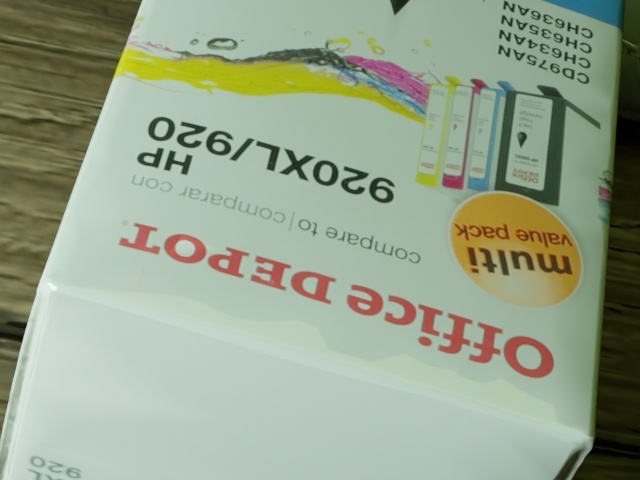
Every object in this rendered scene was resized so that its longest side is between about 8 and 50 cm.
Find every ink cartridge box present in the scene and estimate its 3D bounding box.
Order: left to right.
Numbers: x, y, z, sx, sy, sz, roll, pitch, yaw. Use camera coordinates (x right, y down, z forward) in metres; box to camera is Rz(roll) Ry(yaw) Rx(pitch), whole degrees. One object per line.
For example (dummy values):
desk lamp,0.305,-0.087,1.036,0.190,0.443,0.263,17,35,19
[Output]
ink cartridge box,0.000,0.000,0.573,0.171,0.168,0.232,16,50,-4

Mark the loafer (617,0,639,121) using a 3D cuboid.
loafer,0.251,-0.141,0.801,0.319,0.111,0.112,-20,60,-30
